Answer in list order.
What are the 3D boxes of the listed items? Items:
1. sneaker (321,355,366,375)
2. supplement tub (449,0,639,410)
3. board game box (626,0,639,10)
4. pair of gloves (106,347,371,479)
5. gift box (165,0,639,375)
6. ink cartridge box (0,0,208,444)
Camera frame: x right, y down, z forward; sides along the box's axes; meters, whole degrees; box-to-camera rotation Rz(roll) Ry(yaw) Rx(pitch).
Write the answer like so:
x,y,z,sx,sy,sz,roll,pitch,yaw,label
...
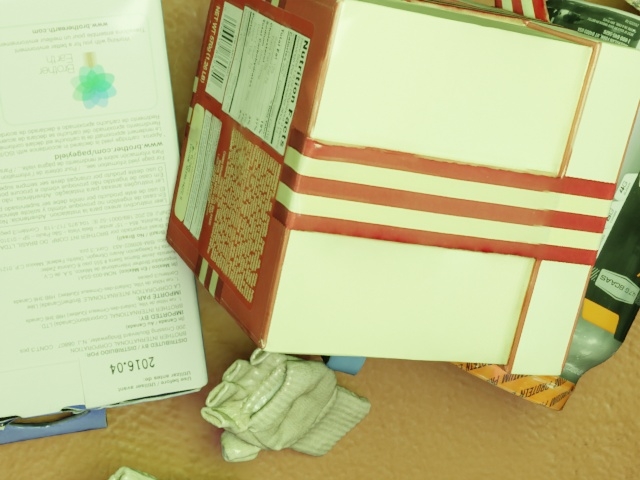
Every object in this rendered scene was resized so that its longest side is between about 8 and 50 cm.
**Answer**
x,y,z,sx,sy,sz,roll,pitch,yaw,label
0.000,0.000,1.019,0.090,0.081,0.232,8,62,-13,sneaker
0.206,-0.028,1.031,0.194,0.193,0.316,25,93,-13,supplement tub
0.388,-0.316,0.951,0.141,0.232,0.291,29,57,-12,board game box
-0.071,0.194,1.023,0.240,0.042,0.204,-43,146,0,pair of gloves
0.056,-0.071,0.846,0.258,0.276,0.255,6,111,-25,gift box
-0.242,-0.006,0.949,0.270,0.151,0.395,-8,107,-10,ink cartridge box
